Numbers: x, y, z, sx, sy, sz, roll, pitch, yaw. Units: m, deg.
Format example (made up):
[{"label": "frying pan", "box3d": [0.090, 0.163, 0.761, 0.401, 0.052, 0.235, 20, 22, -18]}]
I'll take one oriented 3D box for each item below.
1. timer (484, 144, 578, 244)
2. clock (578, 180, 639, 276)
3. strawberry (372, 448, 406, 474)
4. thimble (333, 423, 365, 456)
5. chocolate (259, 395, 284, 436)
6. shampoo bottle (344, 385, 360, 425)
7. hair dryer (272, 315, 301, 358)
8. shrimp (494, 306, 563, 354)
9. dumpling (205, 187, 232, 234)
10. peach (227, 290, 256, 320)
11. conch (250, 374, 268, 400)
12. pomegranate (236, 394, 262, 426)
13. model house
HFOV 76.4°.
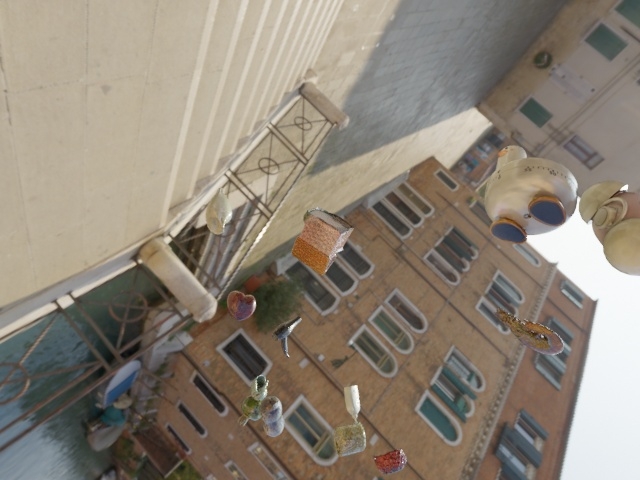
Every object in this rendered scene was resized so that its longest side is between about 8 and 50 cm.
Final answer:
[{"label": "timer", "box3d": [0.578, -0.135, 1.130, 0.240, 0.233, 0.233, -65, -177, -34]}, {"label": "clock", "box3d": [0.900, -0.014, 1.102, 0.342, 0.325, 0.184, -73, 179, -57]}, {"label": "strawberry", "box3d": [0.309, 0.976, 1.791, 0.145, 0.086, 0.145, -13, 151, -7]}, {"label": "thimble", "box3d": [0.154, 1.073, 2.182, 0.143, 0.137, 0.191, -7, 124, -16]}, {"label": "chocolate", "box3d": [-0.153, 0.555, 1.288, 0.072, 0.072, 0.167, -37, 134, -39]}, {"label": "shampoo bottle", "box3d": [0.134, 0.681, 1.680, 0.045, 0.152, 0.077, -17, 157, 28]}, {"label": "hair dryer", "box3d": [-0.170, 0.521, 2.133, 0.195, 0.075, 0.219, -29, 126, -47]}, {"label": "shrimp", "box3d": [0.734, 0.321, 1.441, 0.068, 0.248, 0.150, -50, 163, -31]}, {"label": "dumpling", "box3d": [-0.540, -0.144, 2.107, 0.131, 0.252, 0.179, 0, 161, -33]}, {"label": "peach", "box3d": [-0.407, 0.338, 2.078, 0.152, 0.152, 0.152, -43, 170, -9]}, {"label": "conch", "box3d": [-0.225, 0.533, 1.471, 0.056, 0.076, 0.085, -25, -159, 16]}, {"label": "pomegranate", "box3d": [-0.309, 0.755, 1.798, 0.142, 0.114, 0.114, -47, 173, -26]}, {"label": "model house", "box3d": [0.000, 0.000, 1.857, 0.237, 0.202, 0.237, -63, 170, 16]}]
